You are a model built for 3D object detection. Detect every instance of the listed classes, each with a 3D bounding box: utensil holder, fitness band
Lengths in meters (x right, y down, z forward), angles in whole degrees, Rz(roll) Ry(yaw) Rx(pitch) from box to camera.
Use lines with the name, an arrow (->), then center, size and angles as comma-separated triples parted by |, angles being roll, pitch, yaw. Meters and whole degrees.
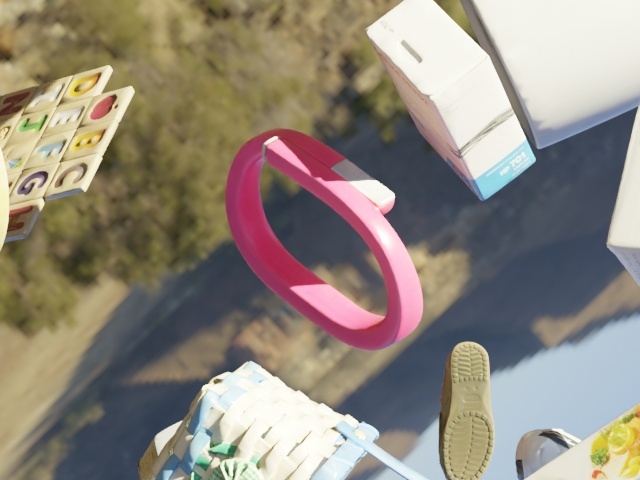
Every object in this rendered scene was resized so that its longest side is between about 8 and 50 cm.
utensil holder -> 0.409, -0.341, 2.408 | 0.385, 0.327, 0.327 | -26, 178, 4
fitness band -> 0.000, 0.000, 1.906 | 0.054, 0.291, 0.209 | -28, 141, -34

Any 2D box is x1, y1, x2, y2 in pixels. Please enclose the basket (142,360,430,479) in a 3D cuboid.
basket -> -0.026, 0.274, 1.578 | 0.254, 0.289, 0.201 | -57, 176, 16

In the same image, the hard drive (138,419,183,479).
hard drive -> -0.172, 0.370, 2.204 | 0.054, 0.254, 0.172 | -10, 162, -20

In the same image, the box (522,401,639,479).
box -> 0.263, 0.240, 1.739 | 0.324, 0.063, 0.067 | -37, 160, 17

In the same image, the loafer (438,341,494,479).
loafer -> 0.149, 0.179, 1.781 | 0.050, 0.056, 0.148 | 124, -27, -81

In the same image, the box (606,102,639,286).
box -> 0.406, -0.033, 1.867 | 0.181, 0.119, 0.182 | 43, 58, -52

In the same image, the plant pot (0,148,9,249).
plant pot -> -0.287, -0.035, 1.176 | 0.095, 0.134, 0.134 | -14, 157, -39

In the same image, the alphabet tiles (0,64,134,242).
alphabet tiles -> -0.381, -0.088, 2.041 | 0.343, 0.011, 0.285 | -11, -140, 31

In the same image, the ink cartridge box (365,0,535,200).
ink cartridge box -> 0.140, -0.154, 1.859 | 0.082, 0.139, 0.190 | -36, 141, -3

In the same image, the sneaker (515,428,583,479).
sneaker -> 0.344, 0.271, 2.005 | 0.153, 0.235, 0.094 | -14, -127, 43
